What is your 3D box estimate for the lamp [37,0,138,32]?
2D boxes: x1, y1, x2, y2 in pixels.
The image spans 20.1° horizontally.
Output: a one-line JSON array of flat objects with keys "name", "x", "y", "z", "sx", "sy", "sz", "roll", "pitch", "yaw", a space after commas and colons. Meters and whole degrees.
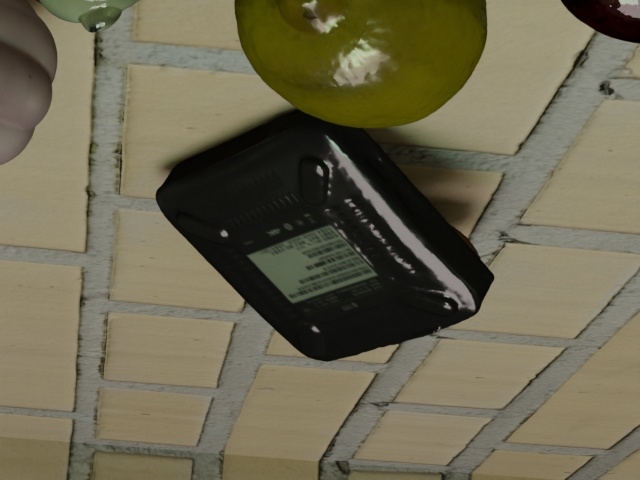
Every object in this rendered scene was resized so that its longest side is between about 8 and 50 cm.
[{"name": "lamp", "x": -0.187, "y": -0.256, "z": 1.157, "sx": 0.197, "sy": 0.198, "sz": 0.244, "roll": -9, "pitch": 136, "yaw": 28}]

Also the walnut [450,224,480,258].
[{"name": "walnut", "x": 0.074, "y": 0.034, "z": 2.029, "sx": 0.245, "sy": 0.137, "sz": 0.137, "roll": -2, "pitch": 161, "yaw": 40}]

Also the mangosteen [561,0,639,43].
[{"name": "mangosteen", "x": 0.240, "y": -0.216, "z": 1.346, "sx": 0.140, "sy": 0.140, "sz": 0.140, "roll": 2, "pitch": 160, "yaw": 1}]

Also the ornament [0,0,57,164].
[{"name": "ornament", "x": -0.316, "y": -0.144, "z": 1.528, "sx": 0.177, "sy": 0.178, "sz": 0.177, "roll": 2, "pitch": 160, "yaw": 1}]

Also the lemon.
[{"name": "lemon", "x": 0.037, "y": -0.174, "z": 1.389, "sx": 0.184, "sy": 0.184, "sz": 0.248, "roll": -8, "pitch": 167, "yaw": 27}]

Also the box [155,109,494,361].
[{"name": "box", "x": 0.000, "y": 0.000, "z": 1.876, "sx": 0.290, "sy": 0.073, "sz": 0.289, "roll": -19, "pitch": 122, "yaw": 46}]
